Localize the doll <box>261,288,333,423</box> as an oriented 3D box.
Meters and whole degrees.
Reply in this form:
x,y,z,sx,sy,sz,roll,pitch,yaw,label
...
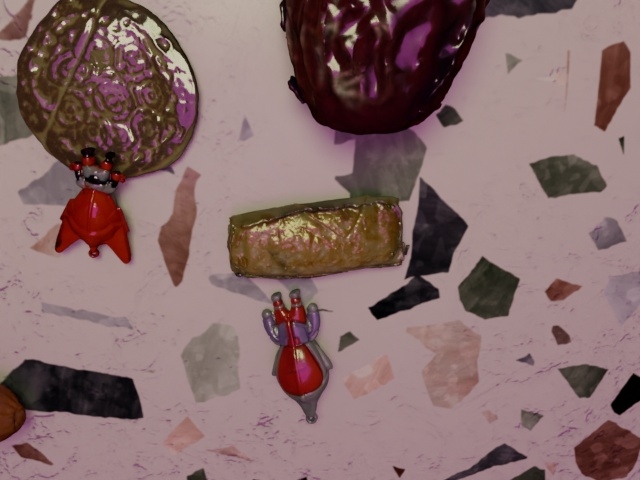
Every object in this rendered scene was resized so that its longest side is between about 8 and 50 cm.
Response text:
x,y,z,sx,sy,sz,roll,pitch,yaw,label
-0.034,0.192,0.864,0.102,0.075,0.228,-11,100,14,doll

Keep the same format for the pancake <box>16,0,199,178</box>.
x,y,z,sx,sy,sz,roll,pitch,yaw,label
-0.288,-0.200,0.734,0.250,0.031,0.250,-1,108,-4,pancake

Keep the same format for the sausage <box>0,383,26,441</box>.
x,y,z,sx,sy,sz,roll,pitch,yaw,label
-0.594,0.257,0.818,0.259,0.113,0.114,10,107,-9,sausage

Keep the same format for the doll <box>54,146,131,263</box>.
x,y,z,sx,sy,sz,roll,pitch,yaw,label
-0.321,-0.046,0.761,0.109,0.057,0.169,10,122,-9,doll

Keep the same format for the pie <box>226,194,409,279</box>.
x,y,z,sx,sy,sz,roll,pitch,yaw,label
0.000,0.000,0.810,0.282,0.068,0.129,-7,110,-7,pie

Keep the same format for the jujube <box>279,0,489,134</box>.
x,y,z,sx,sy,sz,roll,pitch,yaw,label
0.075,-0.321,0.623,0.258,0.258,0.377,2,121,-5,jujube
